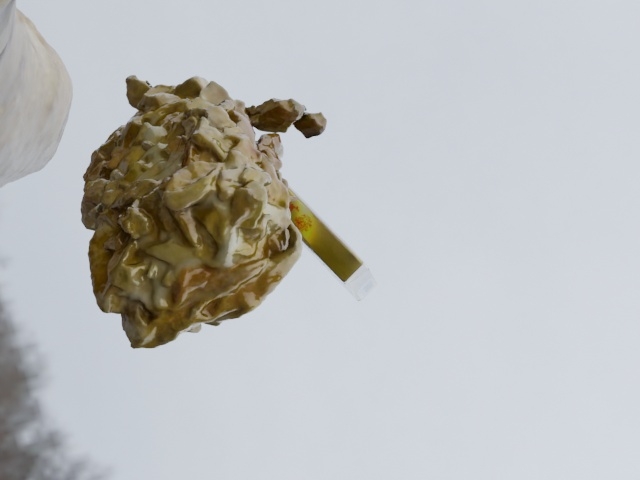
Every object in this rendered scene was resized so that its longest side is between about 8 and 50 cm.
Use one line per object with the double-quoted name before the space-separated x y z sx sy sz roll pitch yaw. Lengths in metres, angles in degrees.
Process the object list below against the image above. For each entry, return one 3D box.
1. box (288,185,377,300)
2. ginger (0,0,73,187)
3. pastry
"box" 0.000 0.000 1.352 0.089 0.022 0.156 44 -1 10
"ginger" -0.115 -0.055 0.548 0.190 0.095 0.069 106 -34 -65
"pastry" -0.077 -0.036 1.208 0.102 0.154 0.250 43 14 -22
